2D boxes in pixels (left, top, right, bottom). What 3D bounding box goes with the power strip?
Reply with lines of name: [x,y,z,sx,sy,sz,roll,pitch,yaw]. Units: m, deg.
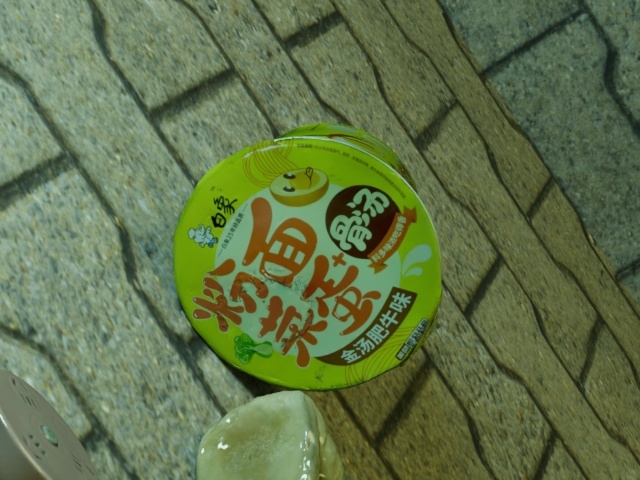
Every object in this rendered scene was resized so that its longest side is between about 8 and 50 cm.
power strip: [-0.255,0.187,1.285,0.154,0.078,0.154,51,4,-4]

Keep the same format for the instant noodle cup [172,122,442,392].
instant noodle cup: [0.000,0.000,1.792,0.311,0.311,0.221,53,17,-10]

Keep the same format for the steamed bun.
steamed bun: [-0.038,0.266,1.598,0.155,0.141,0.172,53,25,-43]
